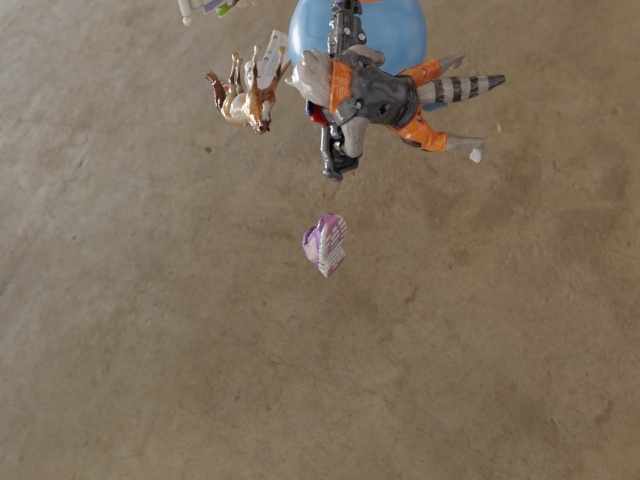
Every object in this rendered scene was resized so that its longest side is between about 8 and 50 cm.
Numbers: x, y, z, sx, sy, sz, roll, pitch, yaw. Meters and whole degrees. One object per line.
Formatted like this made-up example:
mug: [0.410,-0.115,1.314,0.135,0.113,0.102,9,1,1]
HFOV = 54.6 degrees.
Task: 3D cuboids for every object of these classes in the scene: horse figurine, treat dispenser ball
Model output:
horse figurine: [-0.151,-0.295,1.250,0.263,0.066,0.175,10,94,51]
treat dispenser ball: [0.077,-0.415,1.289,0.288,0.288,0.288,-15,56,23]

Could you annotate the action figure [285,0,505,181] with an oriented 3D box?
action figure: [0.107,-0.273,0.989,0.178,0.330,0.342,168,98,-66]

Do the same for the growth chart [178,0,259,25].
growth chart: [-0.122,-0.407,0.894,0.021,0.172,0.237,38,63,24]

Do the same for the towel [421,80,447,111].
towel: [0.252,-0.341,1.459,0.067,0.119,0.029,-14,71,29]

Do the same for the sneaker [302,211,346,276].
sneaker: [0.000,0.000,1.540,0.104,0.236,0.095,37,67,19]

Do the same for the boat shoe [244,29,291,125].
boat shoe: [-0.155,-0.423,1.600,0.277,0.096,0.098,-63,11,-18]

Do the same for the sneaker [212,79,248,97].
sneaker: [-0.228,-0.391,1.714,0.075,0.161,0.057,44,106,18]
